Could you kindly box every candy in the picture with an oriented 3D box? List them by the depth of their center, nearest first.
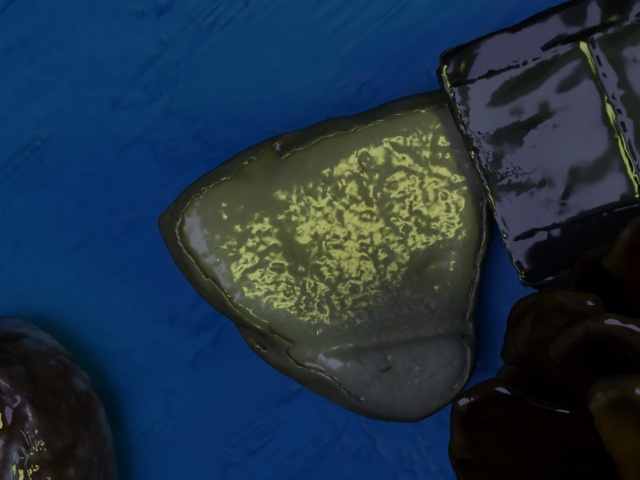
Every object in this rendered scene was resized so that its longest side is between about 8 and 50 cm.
[{"bbox_3d":[-0.278,0.214,0.911,0.214,0.157,0.289,-2,95,21],"label":"candy"}]

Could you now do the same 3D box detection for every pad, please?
[{"bbox_3d":[0.206,-0.082,0.693,0.233,0.022,0.174,-23,95,14],"label":"pad"}]

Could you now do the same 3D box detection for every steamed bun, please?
[{"bbox_3d":[0.019,0.023,0.768,0.231,0.110,0.212,-18,96,-9],"label":"steamed bun"}]

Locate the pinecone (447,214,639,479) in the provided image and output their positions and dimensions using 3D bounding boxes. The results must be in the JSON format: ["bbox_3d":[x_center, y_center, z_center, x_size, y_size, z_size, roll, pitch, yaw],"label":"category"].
[{"bbox_3d":[0.219,0.161,0.559,0.384,0.384,0.384,3,97,25],"label":"pinecone"}]
